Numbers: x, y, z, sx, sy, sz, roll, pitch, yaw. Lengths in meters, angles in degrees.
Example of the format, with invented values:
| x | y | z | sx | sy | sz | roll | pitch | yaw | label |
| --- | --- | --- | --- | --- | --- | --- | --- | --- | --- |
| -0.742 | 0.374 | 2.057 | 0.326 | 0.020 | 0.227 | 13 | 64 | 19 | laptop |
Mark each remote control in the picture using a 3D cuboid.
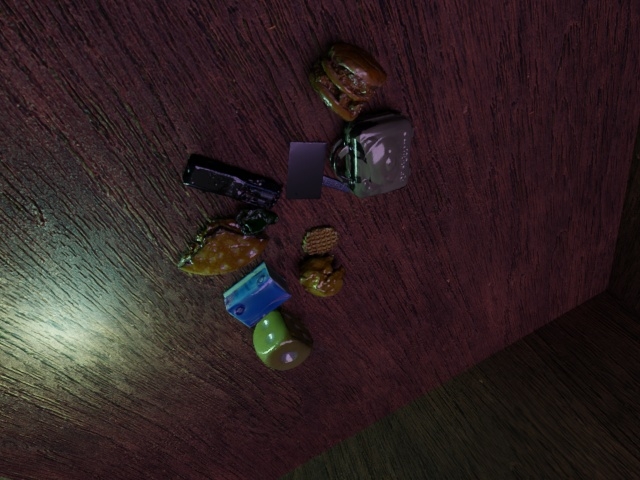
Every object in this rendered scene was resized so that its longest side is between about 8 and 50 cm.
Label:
| x | y | z | sx | sy | sz | roll | pitch | yaw | label |
| --- | --- | --- | --- | --- | --- | --- | --- | --- | --- |
| -0.341 | -0.220 | 1.627 | 0.398 | 0.062 | 0.144 | 14 | 119 | -32 | remote control |
| 0.067 | -0.251 | 1.813 | 0.152 | 0.027 | 0.043 | 14 | 124 | -30 | remote control |

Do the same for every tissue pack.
| x | y | z | sx | sy | sz | roll | pitch | yaw | label |
| --- | --- | --- | --- | --- | --- | --- | --- | --- | --- |
| -0.302 | 0.265 | 1.957 | 0.263 | 0.146 | 0.198 | -37 | 130 | 6 | tissue pack |

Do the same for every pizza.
| x | y | z | sx | sy | sz | roll | pitch | yaw | label |
| --- | --- | --- | --- | --- | --- | --- | --- | --- | --- |
| -0.420 | 0.029 | 1.747 | 0.408 | 0.114 | 0.278 | -23 | 131 | -8 | pizza |

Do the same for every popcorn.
| x | y | z | sx | sy | sz | roll | pitch | yaw | label |
| --- | --- | --- | --- | --- | --- | --- | --- | --- | --- |
| 0.010 | 0.183 | 2.005 | 0.253 | 0.190 | 0.191 | -15 | 152 | -18 | popcorn |

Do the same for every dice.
| x | y | z | sx | sy | sz | roll | pitch | yaw | label |
| --- | --- | --- | --- | --- | --- | --- | --- | --- | --- |
| -0.198 | 0.523 | 2.143 | 0.227 | 0.233 | 0.238 | -42 | 130 | 12 | dice |

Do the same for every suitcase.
| x | y | z | sx | sy | sz | roll | pitch | yaw | label |
| --- | --- | --- | --- | --- | --- | --- | --- | --- | --- |
| 0.211 | -0.345 | 1.695 | 0.339 | 0.194 | 0.351 | -14 | 129 | -11 | suitcase |

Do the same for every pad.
| x | y | z | sx | sy | sz | roll | pitch | yaw | label |
| --- | --- | --- | --- | --- | --- | --- | --- | --- | --- |
| -0.062 | -0.292 | 1.727 | 0.159 | 0.009 | 0.265 | -2 | 125 | -15 | pad |

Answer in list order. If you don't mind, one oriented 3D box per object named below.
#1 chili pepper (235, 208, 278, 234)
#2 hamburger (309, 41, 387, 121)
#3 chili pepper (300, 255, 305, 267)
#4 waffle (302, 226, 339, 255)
| x | y | z | sx | sy | sz | roll | pitch | yaw | label |
| --- | --- | --- | --- | --- | --- | --- | --- | --- | --- |
| -0.261 | -0.082 | 1.730 | 0.216 | 0.062 | 0.108 | -8 | 93 | -45 | chili pepper |
| 0.096 | -0.579 | 1.454 | 0.245 | 0.260 | 0.211 | 47 | 122 | 2 | hamburger |
| -0.089 | 0.110 | 2.020 | 0.030 | 0.017 | 0.083 | -6 | 128 | -18 | chili pepper |
| 0.001 | 0.004 | 1.967 | 0.191 | 0.038 | 0.191 | -12 | 128 | -15 | waffle |
